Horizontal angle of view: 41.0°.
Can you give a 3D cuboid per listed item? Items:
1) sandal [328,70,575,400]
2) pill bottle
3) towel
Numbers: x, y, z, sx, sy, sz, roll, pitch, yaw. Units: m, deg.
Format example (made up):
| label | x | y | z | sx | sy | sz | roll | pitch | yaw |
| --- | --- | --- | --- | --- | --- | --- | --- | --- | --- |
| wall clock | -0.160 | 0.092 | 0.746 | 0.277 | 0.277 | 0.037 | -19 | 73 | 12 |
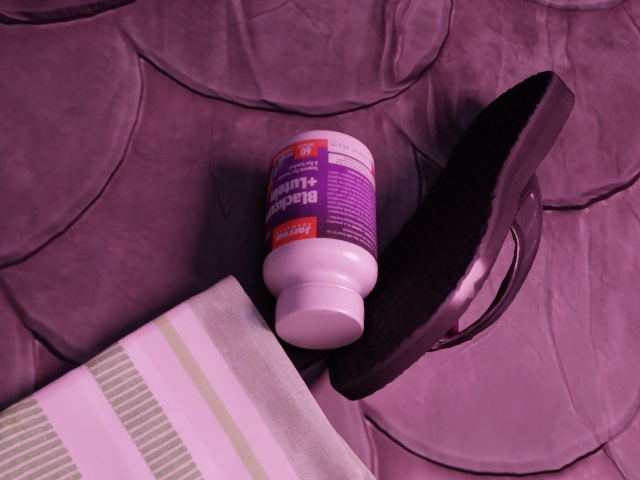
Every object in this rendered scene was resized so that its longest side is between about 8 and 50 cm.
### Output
| label | x | y | z | sx | sy | sz | roll | pitch | yaw |
| --- | --- | --- | --- | --- | --- | --- | --- | --- | --- |
| sandal | 0.164 | -0.005 | 0.865 | 0.107 | 0.167 | 0.446 | 46 | 58 | -15 |
| pill bottle | 0.000 | 0.000 | 0.815 | 0.108 | 0.108 | 0.193 | 10 | 55 | -15 |
| towel | -0.141 | 0.205 | 0.703 | 0.325 | 0.038 | 0.248 | -31 | 77 | -22 |
